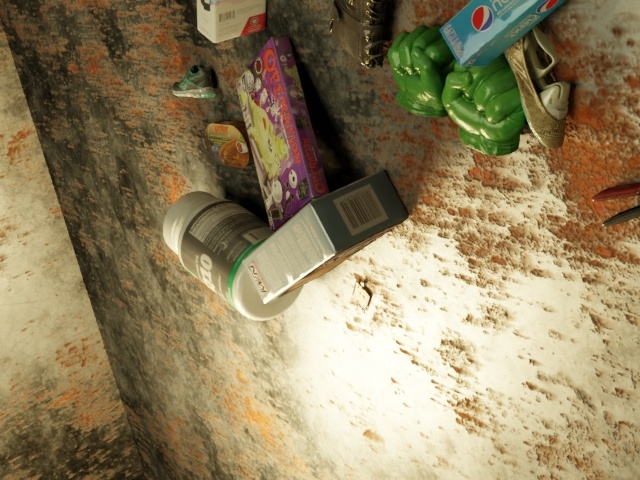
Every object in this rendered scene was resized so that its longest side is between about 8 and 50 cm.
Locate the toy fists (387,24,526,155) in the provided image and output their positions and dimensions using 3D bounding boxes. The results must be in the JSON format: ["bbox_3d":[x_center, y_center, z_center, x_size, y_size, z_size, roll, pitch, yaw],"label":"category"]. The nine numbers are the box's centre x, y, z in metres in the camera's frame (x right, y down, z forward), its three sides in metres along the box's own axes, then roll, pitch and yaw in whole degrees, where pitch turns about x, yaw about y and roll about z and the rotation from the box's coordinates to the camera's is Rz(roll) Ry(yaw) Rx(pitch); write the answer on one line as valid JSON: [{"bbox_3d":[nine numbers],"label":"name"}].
[{"bbox_3d":[0.212,-0.247,1.529,0.279,0.096,0.142,39,140,40],"label":"toy fists"}]

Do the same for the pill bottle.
[{"bbox_3d":[-0.211,0.024,2.293,0.361,0.204,0.204,33,137,44],"label":"pill bottle"}]

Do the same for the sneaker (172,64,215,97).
[{"bbox_3d":[-0.300,-0.380,2.301,0.166,0.065,0.076,13,105,51],"label":"sneaker"}]

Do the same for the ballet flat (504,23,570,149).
[{"bbox_3d":[0.319,-0.233,1.396,0.067,0.073,0.206,-19,97,51],"label":"ballet flat"}]

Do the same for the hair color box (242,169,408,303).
[{"bbox_3d":[0.000,0.000,1.955,0.114,0.185,0.374,62,150,5],"label":"hair color box"}]

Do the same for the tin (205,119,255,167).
[{"bbox_3d":[-0.209,-0.229,2.273,0.189,0.040,0.106,16,128,53],"label":"tin"}]

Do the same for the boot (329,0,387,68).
[{"bbox_3d":[0.097,-0.393,1.630,0.263,0.091,0.229,47,149,42],"label":"boot"}]

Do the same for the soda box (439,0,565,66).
[{"bbox_3d":[0.268,-0.327,1.332,0.210,0.071,0.067,-37,72,39],"label":"soda box"}]

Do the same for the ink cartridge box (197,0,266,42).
[{"bbox_3d":[-0.177,-0.501,1.932,0.072,0.127,0.175,43,142,37],"label":"ink cartridge box"}]

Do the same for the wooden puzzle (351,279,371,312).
[{"bbox_3d":[0.089,0.117,2.080,0.049,0.006,0.083,49,146,27],"label":"wooden puzzle"}]

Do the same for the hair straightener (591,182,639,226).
[{"bbox_3d":[0.477,-0.044,1.316,0.230,0.047,0.089,-14,99,55],"label":"hair straightener"}]

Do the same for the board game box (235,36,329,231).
[{"bbox_3d":[-0.083,-0.214,1.977,0.208,0.056,0.347,-34,66,54],"label":"board game box"}]
